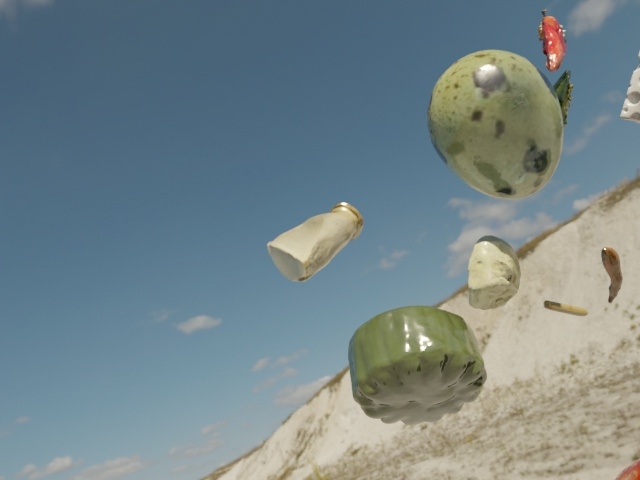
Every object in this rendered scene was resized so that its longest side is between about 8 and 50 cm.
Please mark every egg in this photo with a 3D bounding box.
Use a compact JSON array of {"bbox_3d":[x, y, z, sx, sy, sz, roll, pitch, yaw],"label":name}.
[{"bbox_3d":[0.490,-0.318,1.400,0.345,0.428,0.345,-25,-10,-5],"label":"egg"}]

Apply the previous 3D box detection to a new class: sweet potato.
[{"bbox_3d":[0.906,0.107,1.550,0.050,0.050,0.214,-22,-65,4],"label":"sweet potato"}]

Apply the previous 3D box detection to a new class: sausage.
[{"bbox_3d":[0.623,0.174,1.270,0.132,0.024,0.024,14,-36,-18],"label":"sausage"}]

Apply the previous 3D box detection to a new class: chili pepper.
[{"bbox_3d":[0.490,-0.424,1.058,0.051,0.268,0.059,1,-46,16],"label":"chili pepper"}]

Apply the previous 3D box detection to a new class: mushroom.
[{"bbox_3d":[-0.009,0.002,1.455,0.154,0.137,0.407,-10,14,31],"label":"mushroom"}]

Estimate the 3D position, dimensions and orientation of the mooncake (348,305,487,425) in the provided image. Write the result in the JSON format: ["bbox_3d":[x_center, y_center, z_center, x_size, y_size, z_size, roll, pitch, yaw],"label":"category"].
[{"bbox_3d":[0.251,0.341,1.318,0.357,0.194,0.356,-2,-45,-2],"label":"mooncake"}]

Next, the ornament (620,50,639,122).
[{"bbox_3d":[1.081,-0.447,1.456,0.240,0.239,0.239,0,-74,-34],"label":"ornament"}]

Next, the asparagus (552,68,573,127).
[{"bbox_3d":[0.687,-0.344,1.576,0.108,0.128,0.382,14,-60,-42],"label":"asparagus"}]

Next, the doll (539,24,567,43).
[{"bbox_3d":[0.703,-0.607,1.501,0.076,0.083,0.050,-12,-40,8],"label":"doll"}]

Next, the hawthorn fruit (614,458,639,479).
[{"bbox_3d":[0.817,0.566,1.091,0.285,0.285,0.368,-2,-67,-36],"label":"hawthorn fruit"}]

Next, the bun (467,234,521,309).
[{"bbox_3d":[0.493,0.097,1.409,0.133,0.231,0.231,10,-12,25],"label":"bun"}]
